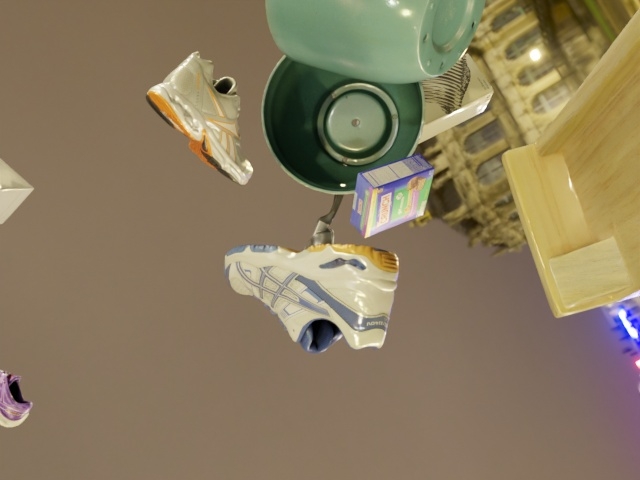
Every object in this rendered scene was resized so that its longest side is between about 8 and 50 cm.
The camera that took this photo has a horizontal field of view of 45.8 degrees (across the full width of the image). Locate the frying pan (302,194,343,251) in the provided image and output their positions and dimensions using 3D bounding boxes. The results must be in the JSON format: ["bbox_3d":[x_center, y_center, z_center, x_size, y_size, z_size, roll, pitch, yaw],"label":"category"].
[{"bbox_3d":[0.003,0.007,1.506,0.053,0.326,0.197,15,-173,-10],"label":"frying pan"}]

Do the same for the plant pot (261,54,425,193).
[{"bbox_3d":[0.056,-0.230,1.424,0.293,0.293,0.196,61,-169,4],"label":"plant pot"}]

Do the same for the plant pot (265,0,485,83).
[{"bbox_3d":[0.101,-0.366,1.125,0.235,0.293,0.293,30,-171,28],"label":"plant pot"}]

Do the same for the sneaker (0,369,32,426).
[{"bbox_3d":[-0.576,0.252,1.359,0.170,0.071,0.068,46,-174,8],"label":"sneaker"}]

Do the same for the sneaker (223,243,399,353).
[{"bbox_3d":[-0.032,0.074,0.959,0.112,0.296,0.131,11,-99,-39],"label":"sneaker"}]

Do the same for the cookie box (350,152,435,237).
[{"bbox_3d":[0.100,-0.063,1.061,0.107,0.091,0.040,-21,-130,-26],"label":"cookie box"}]

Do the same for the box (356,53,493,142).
[{"bbox_3d":[0.223,-0.285,1.633,0.113,0.275,0.094,59,168,14],"label":"box"}]

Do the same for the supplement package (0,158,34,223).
[{"bbox_3d":[-0.654,-0.096,1.463,0.105,0.105,0.179,43,-178,-5],"label":"supplement package"}]

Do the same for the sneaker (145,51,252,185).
[{"bbox_3d":[-0.158,-0.189,1.208,0.099,0.121,0.262,33,170,32],"label":"sneaker"}]

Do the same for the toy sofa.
[{"bbox_3d":[0.253,-0.065,0.473,0.362,0.177,0.150,86,168,-77],"label":"toy sofa"}]
